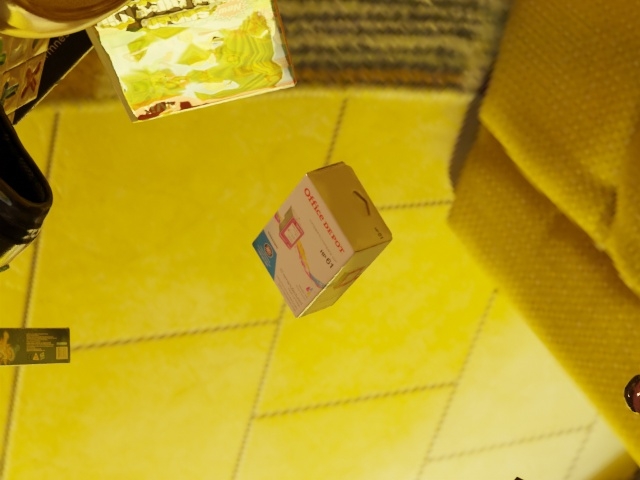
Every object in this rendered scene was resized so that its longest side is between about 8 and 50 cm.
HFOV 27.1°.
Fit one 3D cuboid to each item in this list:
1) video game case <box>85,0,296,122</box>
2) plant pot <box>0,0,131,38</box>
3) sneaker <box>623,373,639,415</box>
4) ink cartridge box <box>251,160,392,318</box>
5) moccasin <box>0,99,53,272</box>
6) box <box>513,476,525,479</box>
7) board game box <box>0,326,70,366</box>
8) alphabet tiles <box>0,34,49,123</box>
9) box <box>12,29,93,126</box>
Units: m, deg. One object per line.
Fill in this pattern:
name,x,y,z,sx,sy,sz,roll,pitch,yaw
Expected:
video game case,-0.145,-0.231,1.449,0.204,0.025,0.285,-13,153,2
plant pot,-0.158,-0.240,0.886,0.236,0.032,0.236,-37,145,-32
sneaker,0.245,0.063,0.760,0.106,0.162,0.281,-52,132,-45
ink cartridge box,0.000,0.000,1.208,0.052,0.088,0.122,-18,158,-40
moccasin,-0.288,-0.142,0.967,0.117,0.342,0.137,-31,180,33
box,0.150,0.208,0.893,0.062,0.083,0.052,-43,120,-18
board game box,-0.331,0.094,1.150,0.136,0.035,0.201,-4,175,25
alphabet tiles,-0.331,-0.180,1.304,0.011,0.342,0.285,21,112,4
box,-0.418,-0.497,1.727,0.480,0.297,0.472,-42,115,14
